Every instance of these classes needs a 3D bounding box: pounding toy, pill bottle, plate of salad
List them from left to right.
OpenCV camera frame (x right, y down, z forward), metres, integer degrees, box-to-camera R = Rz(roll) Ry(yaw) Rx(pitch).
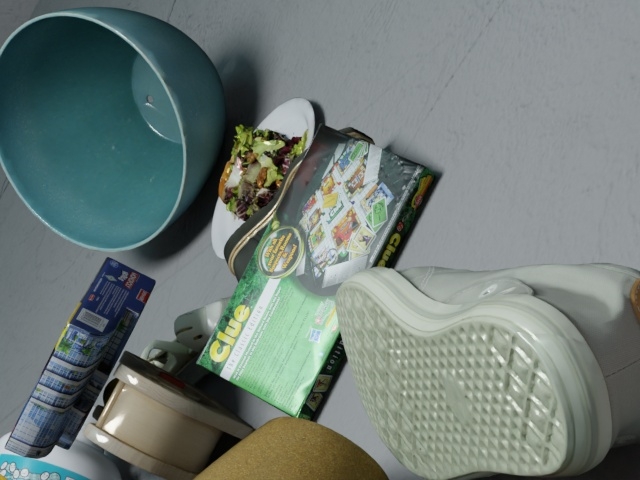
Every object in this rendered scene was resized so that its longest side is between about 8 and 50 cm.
[{"bbox_3d":[-0.301,0.302,1.830,0.146,0.146,0.264,-21,46,56],"label":"pill bottle"},{"bbox_3d":[-0.171,0.207,1.663,0.155,0.154,0.269,-62,23,-2],"label":"pounding toy"},{"bbox_3d":[-0.072,-0.073,1.898,0.200,0.048,0.200,-45,29,33],"label":"plate of salad"}]

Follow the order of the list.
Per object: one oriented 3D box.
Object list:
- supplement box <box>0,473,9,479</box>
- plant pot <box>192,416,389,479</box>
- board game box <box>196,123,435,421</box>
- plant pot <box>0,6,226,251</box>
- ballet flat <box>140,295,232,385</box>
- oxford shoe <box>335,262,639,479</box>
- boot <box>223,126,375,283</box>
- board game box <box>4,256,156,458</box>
[{"bbox_3d":[-0.298,0.356,1.613,0.194,0.129,0.191,-50,-25,-18],"label":"supplement box"},{"bbox_3d":[-0.052,0.271,1.318,0.237,0.237,0.254,-23,28,54],"label":"plant pot"},{"bbox_3d":[-0.005,0.028,1.607,0.136,0.030,0.260,26,87,35],"label":"board game box"},{"bbox_3d":[-0.226,-0.154,2.071,0.290,0.290,0.195,-42,-6,37],"label":"plant pot"},{"bbox_3d":[-0.138,0.114,1.803,0.213,0.068,0.072,-44,30,34],"label":"ballet flat"},{"bbox_3d":[0.126,0.087,1.255,0.130,0.169,0.449,-22,5,-19],"label":"oxford shoe"},{"bbox_3d":[0.000,0.000,1.674,0.198,0.077,0.137,-50,41,21],"label":"boot"},{"bbox_3d":[-0.242,0.138,1.683,0.194,0.060,0.194,-62,4,18],"label":"board game box"}]
